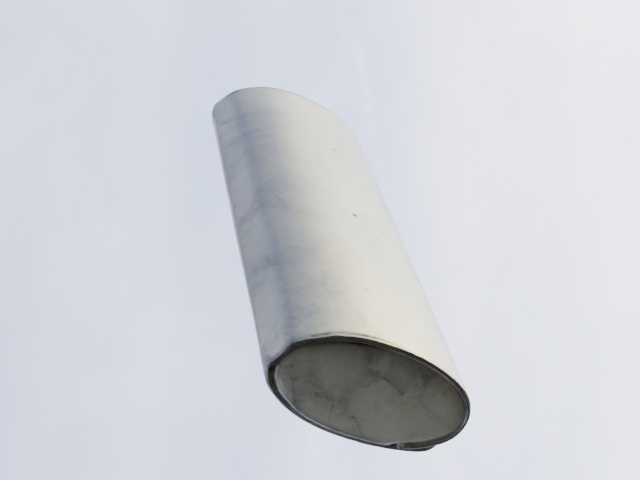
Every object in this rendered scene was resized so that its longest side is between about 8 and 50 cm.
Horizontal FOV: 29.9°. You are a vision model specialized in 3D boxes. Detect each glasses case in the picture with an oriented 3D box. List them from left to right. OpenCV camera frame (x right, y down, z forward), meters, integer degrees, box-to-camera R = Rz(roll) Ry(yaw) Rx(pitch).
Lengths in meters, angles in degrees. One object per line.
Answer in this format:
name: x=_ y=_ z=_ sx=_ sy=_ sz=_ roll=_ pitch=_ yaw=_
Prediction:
glasses case: x=0.000 y=0.000 z=0.701 sx=0.114 sy=0.299 sz=0.060 roll=24 pitch=-67 yaw=-22
